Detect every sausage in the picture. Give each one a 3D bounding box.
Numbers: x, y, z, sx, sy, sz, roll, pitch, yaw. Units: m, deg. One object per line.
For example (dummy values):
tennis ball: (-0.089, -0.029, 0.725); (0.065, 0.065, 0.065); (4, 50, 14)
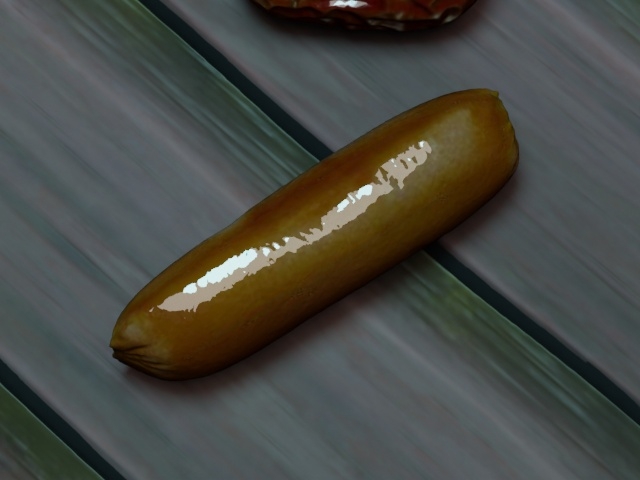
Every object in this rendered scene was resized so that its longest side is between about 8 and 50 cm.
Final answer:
sausage: (0.000, 0.000, 1.104); (0.300, 0.089, 0.083); (-34, 85, -10)

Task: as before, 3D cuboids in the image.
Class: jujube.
jujube: (0.026, -0.197, 1.155); (0.176, 0.109, 0.112); (8, 111, -7)
